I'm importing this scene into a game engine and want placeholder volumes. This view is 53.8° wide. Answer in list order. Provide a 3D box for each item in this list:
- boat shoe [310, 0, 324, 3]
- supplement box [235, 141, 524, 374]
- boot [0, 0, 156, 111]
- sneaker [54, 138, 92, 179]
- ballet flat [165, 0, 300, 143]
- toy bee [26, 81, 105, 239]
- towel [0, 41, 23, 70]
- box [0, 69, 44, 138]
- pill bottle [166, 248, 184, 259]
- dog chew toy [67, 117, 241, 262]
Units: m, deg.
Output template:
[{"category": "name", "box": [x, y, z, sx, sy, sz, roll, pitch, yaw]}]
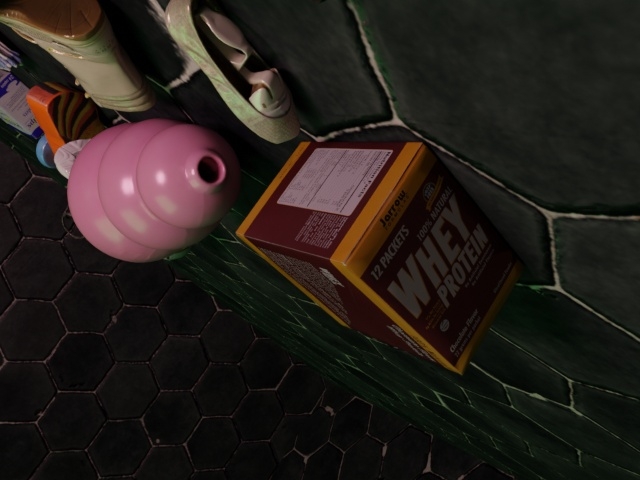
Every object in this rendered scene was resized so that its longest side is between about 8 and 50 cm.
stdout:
[{"category": "boat shoe", "box": [-0.047, -0.193, 0.396, 0.133, 0.042, 0.049, 37, 164, -15]}, {"category": "supplement box", "box": [0.058, 0.010, 0.641, 0.191, 0.129, 0.194, 43, 163, -31]}, {"category": "boot", "box": [-0.304, -0.239, 0.748, 0.213, 0.077, 0.165, 29, 167, 20]}, {"category": "sneaker", "box": [-0.333, -0.097, 1.067, 0.232, 0.090, 0.115, 17, 158, -28]}, {"category": "ballet flat", "box": [-0.068, -0.148, 0.561, 0.168, 0.057, 0.052, 42, 154, -30]}, {"category": "toy bee", "box": [-0.432, -0.171, 1.156, 0.195, 0.162, 0.298, 41, 141, 5]}, {"category": "towel", "box": [-0.637, -0.398, 1.045, 0.209, 0.034, 0.285, 22, 159, 47]}, {"category": "box", "box": [-0.656, -0.294, 1.342, 0.126, 0.072, 0.137, 23, 163, 38]}, {"category": "pill bottle", "box": [-0.342, -0.021, 1.437, 0.121, 0.121, 0.221, 36, 166, -6]}, {"category": "dog chew toy", "box": [-0.219, -0.073, 0.867, 0.206, 0.207, 0.331, 41, 156, -26]}]
